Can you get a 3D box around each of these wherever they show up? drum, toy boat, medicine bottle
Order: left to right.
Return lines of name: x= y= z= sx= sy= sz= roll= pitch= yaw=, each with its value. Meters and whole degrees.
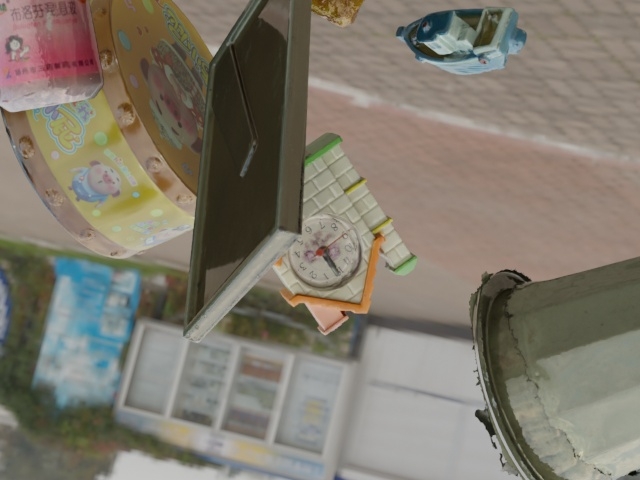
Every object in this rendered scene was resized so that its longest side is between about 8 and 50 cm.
medicine bottle: x=-0.359 y=-0.290 z=1.586 sx=0.147 sy=0.247 sz=0.147 roll=-10 pitch=-171 yaw=1
drum: x=-0.304 y=-0.195 z=2.043 sx=0.214 sy=0.431 sz=0.431 roll=-24 pitch=157 yaw=19
toy boat: x=0.187 y=-0.298 z=1.803 sx=0.102 sy=0.088 sz=0.215 roll=30 pitch=166 yaw=-37

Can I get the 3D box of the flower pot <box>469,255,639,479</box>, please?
flower pot: x=0.327 y=0.129 z=1.316 sx=0.259 sy=0.290 sz=0.290 roll=-22 pitch=153 yaw=29

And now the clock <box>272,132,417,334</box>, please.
clock: x=0.000 y=0.000 z=1.932 sx=0.255 sy=0.220 sz=0.106 roll=55 pitch=175 yaw=-12

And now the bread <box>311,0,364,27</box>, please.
bread: x=-0.052 y=-0.415 z=1.836 sx=0.271 sy=0.139 sz=0.077 roll=29 pitch=166 yaw=-2

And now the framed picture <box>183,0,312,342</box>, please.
framed picture: x=-0.091 y=-0.131 z=1.591 sx=0.028 sy=0.446 sz=0.326 roll=15 pitch=149 yaw=-20
